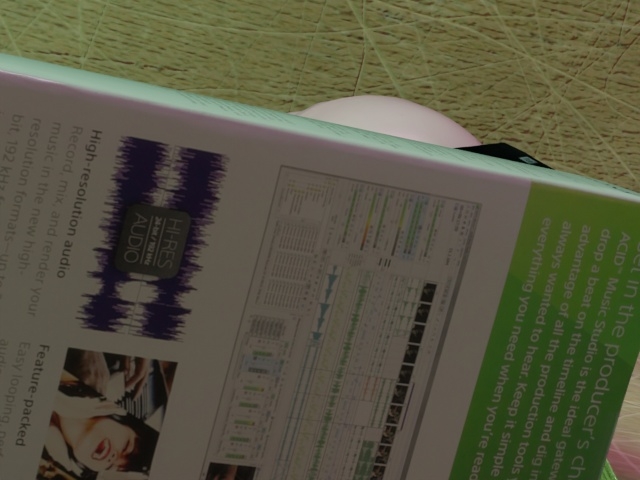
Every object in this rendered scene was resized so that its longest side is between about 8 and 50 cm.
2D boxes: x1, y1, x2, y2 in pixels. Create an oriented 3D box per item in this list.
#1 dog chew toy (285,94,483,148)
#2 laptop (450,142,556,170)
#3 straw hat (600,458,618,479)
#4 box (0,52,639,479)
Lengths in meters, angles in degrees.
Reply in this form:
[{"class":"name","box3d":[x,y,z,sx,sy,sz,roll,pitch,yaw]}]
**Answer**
[{"class":"dog chew toy","box3d":[0.000,0.000,1.310,0.207,0.206,0.332,11,1,-24]},{"class":"laptop","box3d":[0.170,0.065,1.127,0.137,0.264,0.234,-7,2,18]},{"class":"straw hat","box3d":[0.127,0.167,0.838,0.061,0.144,0.144,-25,9,3]},{"class":"box","box3d":[-0.043,0.067,0.648,0.322,0.232,0.058,11,10,-28]}]
